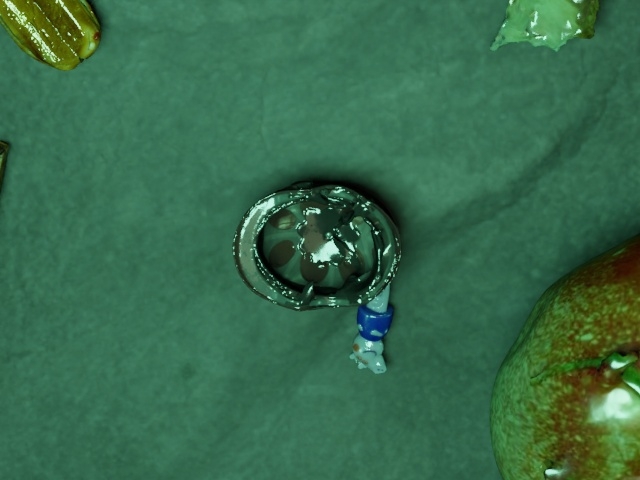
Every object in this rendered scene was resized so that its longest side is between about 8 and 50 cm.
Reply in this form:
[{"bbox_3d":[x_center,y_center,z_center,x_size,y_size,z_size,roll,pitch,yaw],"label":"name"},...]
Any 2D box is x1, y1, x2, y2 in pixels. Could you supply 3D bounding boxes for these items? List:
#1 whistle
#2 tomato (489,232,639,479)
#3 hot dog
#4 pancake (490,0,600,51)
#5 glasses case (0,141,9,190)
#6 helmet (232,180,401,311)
[{"bbox_3d":[0.043,0.065,1.150,0.033,0.029,0.083,21,117,25],"label":"whistle"},{"bbox_3d":[0.281,0.126,1.071,0.303,0.239,0.303,4,113,10],"label":"tomato"},{"bbox_3d":[-0.214,-0.183,1.048,0.062,0.038,0.144,-38,104,8],"label":"hot dog"},{"bbox_3d":[0.087,-0.321,1.004,0.427,0.067,0.305,27,115,-12],"label":"pancake"},{"bbox_3d":[-0.293,0.025,1.116,0.075,0.049,0.218,15,109,0],"label":"glasses case"},{"bbox_3d":[0.000,0.000,1.104,0.123,0.070,0.098,3,104,5],"label":"helmet"}]
